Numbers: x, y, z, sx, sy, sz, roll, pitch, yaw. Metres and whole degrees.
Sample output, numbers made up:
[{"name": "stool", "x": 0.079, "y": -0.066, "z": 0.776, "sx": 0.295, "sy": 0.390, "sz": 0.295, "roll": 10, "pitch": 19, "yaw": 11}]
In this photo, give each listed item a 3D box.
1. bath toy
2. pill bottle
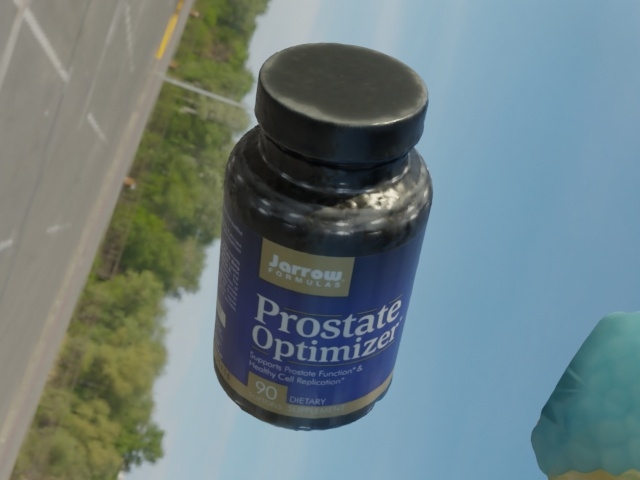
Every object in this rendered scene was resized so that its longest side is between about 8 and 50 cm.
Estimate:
[{"name": "bath toy", "x": 0.257, "y": 0.157, "z": 0.551, "sx": 0.129, "sy": 0.348, "sz": 0.151, "roll": 33, "pitch": -83, "yaw": 49}, {"name": "pill bottle", "x": 0.000, "y": 0.000, "z": 0.589, "sx": 0.123, "sy": 0.122, "sz": 0.219, "roll": -86, "pitch": -177, "yaw": -53}]
